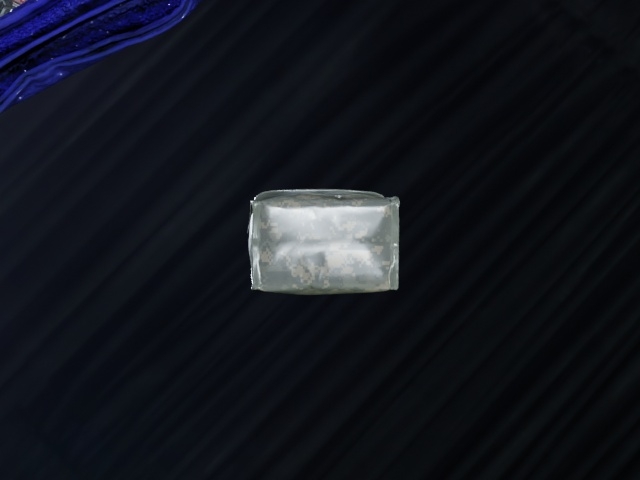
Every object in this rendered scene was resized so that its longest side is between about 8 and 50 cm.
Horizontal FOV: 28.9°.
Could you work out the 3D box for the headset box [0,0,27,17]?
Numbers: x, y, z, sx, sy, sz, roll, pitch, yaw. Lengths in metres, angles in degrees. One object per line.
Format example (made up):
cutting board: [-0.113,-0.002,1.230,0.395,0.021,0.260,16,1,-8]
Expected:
headset box: [-0.393,-0.285,1.573,0.062,0.083,0.032,28,-162,11]

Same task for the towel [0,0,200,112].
towel: [-0.180,-0.202,1.024,0.076,0.227,0.308,62,-164,-17]

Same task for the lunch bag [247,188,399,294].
lunch bag: [0.000,0.000,2.025,0.235,0.169,0.287,0,-179,-4]
